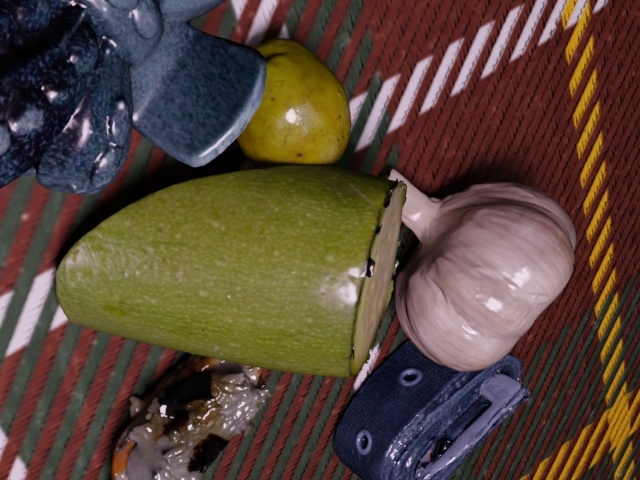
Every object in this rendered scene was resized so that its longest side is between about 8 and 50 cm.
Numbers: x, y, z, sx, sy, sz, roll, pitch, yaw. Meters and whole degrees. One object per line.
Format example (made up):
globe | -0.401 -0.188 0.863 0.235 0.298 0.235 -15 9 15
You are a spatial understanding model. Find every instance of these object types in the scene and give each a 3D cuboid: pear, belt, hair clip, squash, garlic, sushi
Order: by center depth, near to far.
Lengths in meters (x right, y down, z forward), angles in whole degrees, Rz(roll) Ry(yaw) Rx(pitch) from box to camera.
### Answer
hair clip | -0.159 -0.156 0.624 0.310 0.194 0.206 -59 144 -17
pear | -0.024 -0.106 0.822 0.107 0.107 0.131 -38 125 -15
squash | -0.070 0.010 0.833 0.189 0.260 0.189 11 90 -78
sushi | -0.121 0.166 0.890 0.097 0.103 0.226 38 84 -24
garlic | 0.138 0.008 0.983 0.212 0.218 0.218 42 82 0
belt | 0.128 0.191 1.061 0.218 0.128 0.122 -41 129 -15
